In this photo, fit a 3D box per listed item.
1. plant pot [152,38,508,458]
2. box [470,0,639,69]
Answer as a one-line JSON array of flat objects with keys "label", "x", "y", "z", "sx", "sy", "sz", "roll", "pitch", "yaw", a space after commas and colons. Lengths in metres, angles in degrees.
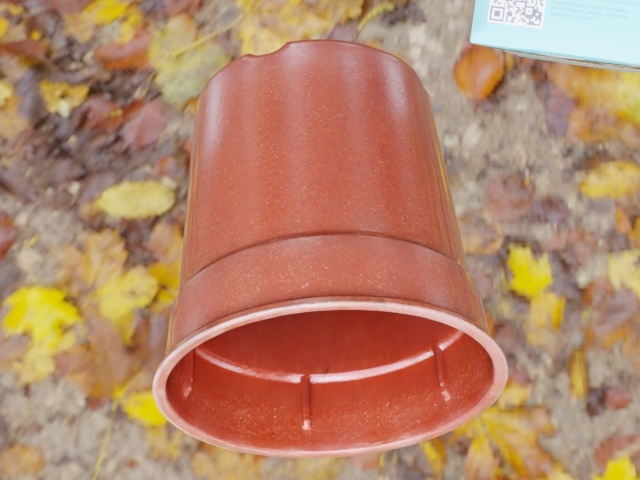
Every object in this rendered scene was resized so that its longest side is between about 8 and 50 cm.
[{"label": "plant pot", "x": 0.000, "y": 0.000, "z": 1.292, "sx": 0.272, "sy": 0.265, "sz": 0.272, "roll": -3, "pitch": 150, "yaw": -2}, {"label": "box", "x": 0.156, "y": -0.134, "z": 0.945, "sx": 0.100, "sy": 0.244, "sz": 0.060, "roll": 10, "pitch": 97, "yaw": 13}]
